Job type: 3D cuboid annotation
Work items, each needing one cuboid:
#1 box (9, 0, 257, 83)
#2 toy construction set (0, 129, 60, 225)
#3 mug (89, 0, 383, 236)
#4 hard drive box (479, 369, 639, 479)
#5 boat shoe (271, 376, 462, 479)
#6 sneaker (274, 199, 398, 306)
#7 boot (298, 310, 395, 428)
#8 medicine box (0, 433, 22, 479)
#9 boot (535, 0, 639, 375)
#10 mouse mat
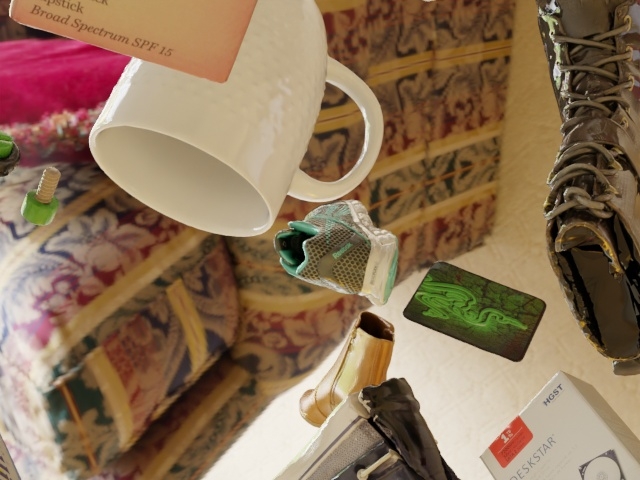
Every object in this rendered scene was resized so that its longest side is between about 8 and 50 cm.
[{"bbox_3d":[-0.093,-0.242,0.597,0.127,0.148,0.232,-101,31,-52],"label":"box"},{"bbox_3d":[-0.478,-0.010,0.949,0.257,0.309,0.237,38,122,13],"label":"toy construction set"},{"bbox_3d":[-0.089,-0.195,1.354,0.374,0.328,0.276,25,157,-5],"label":"mug"},{"bbox_3d":[0.351,0.324,1.275,0.181,0.089,0.232,-52,38,15],"label":"hard drive box"},{"bbox_3d":[0.031,0.321,1.100,0.158,0.127,0.340,56,133,30],"label":"boat shoe"},{"bbox_3d":[0.000,0.000,0.706,0.166,0.076,0.065,-148,68,-72],"label":"sneaker"},{"bbox_3d":[0.052,0.217,1.556,0.295,0.104,0.211,-157,80,-74],"label":"boot"},{"bbox_3d":[-0.351,0.267,0.677,0.289,0.149,0.263,-38,58,-2],"label":"medicine box"},{"bbox_3d":[0.169,-0.080,0.564,0.091,0.229,0.263,-10,124,29],"label":"boot"},{"bbox_3d":[0.234,0.103,1.427,0.189,0.152,0.007,20,132,17],"label":"mouse mat"}]
